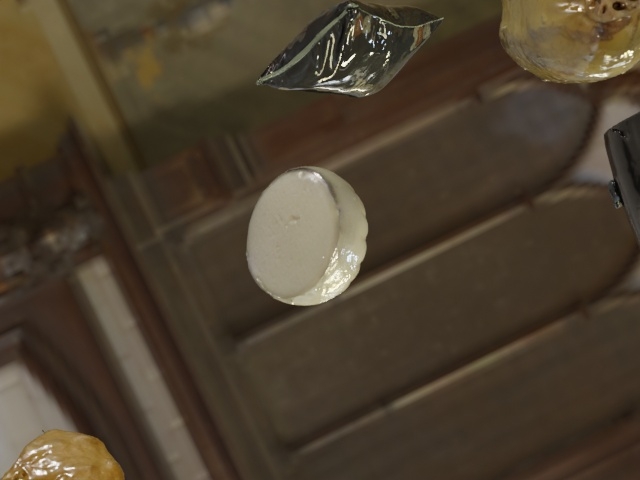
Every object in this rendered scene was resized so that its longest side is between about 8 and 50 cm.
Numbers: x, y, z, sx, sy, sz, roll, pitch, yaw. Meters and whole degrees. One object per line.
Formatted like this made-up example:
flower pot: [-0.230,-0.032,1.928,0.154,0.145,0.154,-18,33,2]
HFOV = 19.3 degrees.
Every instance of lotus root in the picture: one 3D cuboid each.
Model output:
lotus root: [0.271,-0.252,2.012,0.342,0.151,0.169,-152,-115,-81]

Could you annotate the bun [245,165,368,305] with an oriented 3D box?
bun: [0.000,0.000,1.852,0.094,0.138,0.138,15,35,-43]

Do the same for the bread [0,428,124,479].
bread: [-0.249,0.299,1.804,0.139,0.229,0.143,14,-35,22]

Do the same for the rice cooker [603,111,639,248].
rice cooker: [0.402,-0.050,1.752,0.224,0.267,0.267,63,-4,3]

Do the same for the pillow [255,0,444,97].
pillow: [0.024,-0.135,1.344,0.048,0.090,0.150,44,21,20]
